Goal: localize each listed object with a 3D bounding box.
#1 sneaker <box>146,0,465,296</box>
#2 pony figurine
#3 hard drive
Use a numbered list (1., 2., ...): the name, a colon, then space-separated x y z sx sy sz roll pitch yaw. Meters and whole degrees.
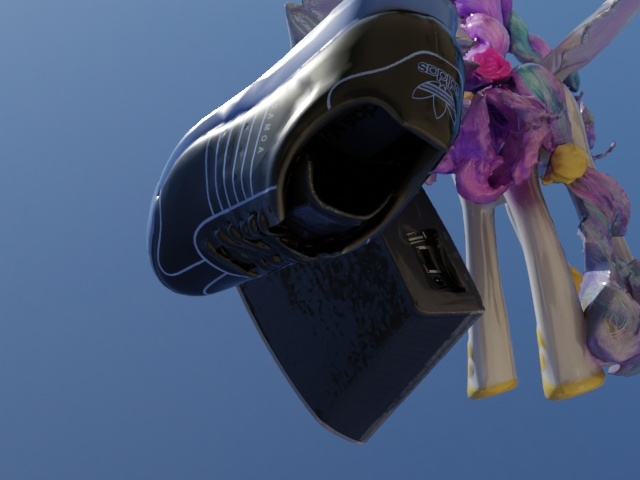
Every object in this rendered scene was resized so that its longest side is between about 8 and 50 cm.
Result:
1. sneaker: -0.019 -0.023 0.544 0.081 0.232 0.090 26 -136 -23
2. pony figurine: 0.131 -0.080 0.773 0.302 0.351 0.363 -15 -95 -9
3. hard drive: 0.000 0.000 0.811 0.054 0.172 0.255 3 -133 -40
